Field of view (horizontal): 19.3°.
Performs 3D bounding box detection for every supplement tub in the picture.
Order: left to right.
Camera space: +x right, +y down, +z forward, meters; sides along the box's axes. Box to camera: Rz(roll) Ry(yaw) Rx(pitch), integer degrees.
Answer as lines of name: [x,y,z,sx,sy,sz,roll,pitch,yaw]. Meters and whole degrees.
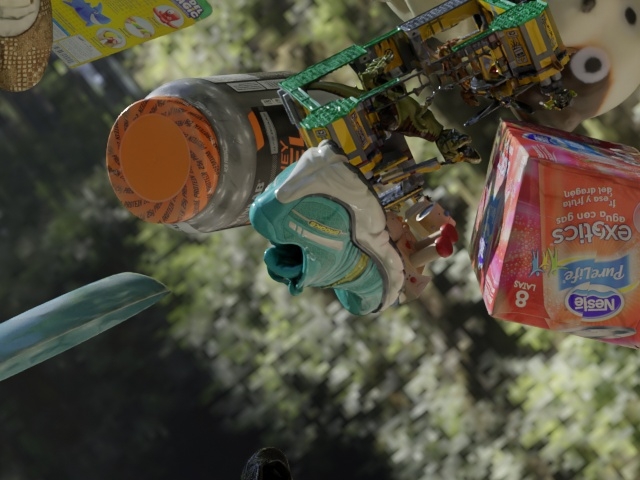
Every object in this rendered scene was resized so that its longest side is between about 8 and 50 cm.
supplement tub: [-0.113,-0.112,2.364,0.193,0.193,0.316,-45,-17,30]

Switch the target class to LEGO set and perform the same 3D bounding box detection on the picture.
LEGO set: [0.121,-0.115,1.962,0.331,0.192,0.255,-31,22,-15]

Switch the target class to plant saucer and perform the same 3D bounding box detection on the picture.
plant saucer: [-0.314,0.107,2.050,0.317,0.044,0.317,-25,-2,-1]

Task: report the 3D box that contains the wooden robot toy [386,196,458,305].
wooden robot toy: [0.084,-0.010,1.851,0.076,0.079,0.173,-35,17,30]

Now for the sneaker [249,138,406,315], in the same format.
sneaker: [0.000,0.000,1.658,0.110,0.107,0.275,-34,-26,-3]

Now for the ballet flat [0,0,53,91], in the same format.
ballet flat: [-0.251,-0.222,1.479,0.073,0.206,0.067,-8,-8,-4]

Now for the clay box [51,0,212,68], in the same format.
clay box: [-0.215,-0.258,1.918,0.222,0.127,0.053,-14,43,39]

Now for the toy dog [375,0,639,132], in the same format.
toy dog: [0.215,-0.298,2.252,0.284,0.408,0.395,-33,-37,-20]

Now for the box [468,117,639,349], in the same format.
box: [0.230,-0.014,1.767,0.300,0.142,0.154,-85,7,-79]

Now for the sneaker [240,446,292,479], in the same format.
sneaker: [-0.048,0.234,1.770,0.089,0.051,0.170,-53,5,35]
